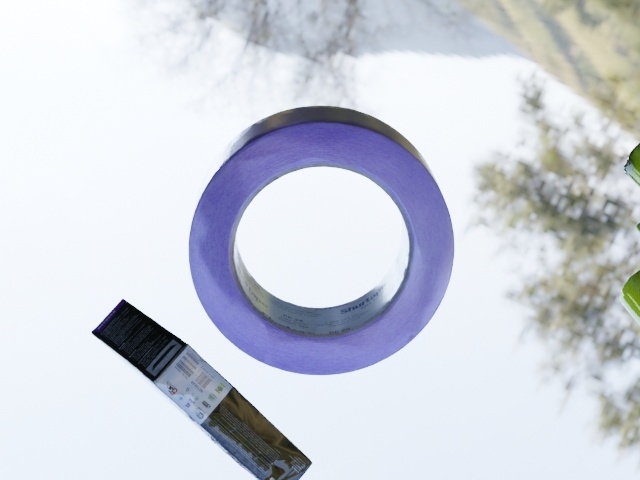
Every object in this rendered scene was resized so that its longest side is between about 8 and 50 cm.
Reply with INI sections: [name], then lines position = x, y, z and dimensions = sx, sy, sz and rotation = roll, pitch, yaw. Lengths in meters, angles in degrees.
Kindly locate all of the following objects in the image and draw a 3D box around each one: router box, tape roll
[router box]
position = -0.101, 0.135, 1.225
dimensions = 0.179, 0.046, 0.133
rotation = 48, 168, -32
[tape roll]
position = 0.000, 0.000, 1.504
dimensions = 0.275, 0.274, 0.090
rotation = 19, -165, -7

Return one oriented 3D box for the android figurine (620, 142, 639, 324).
[android figurine]
position = 0.324, -0.001, 0.940
dimensions = 0.056, 0.248, 0.273
rotation = 38, -164, -50
